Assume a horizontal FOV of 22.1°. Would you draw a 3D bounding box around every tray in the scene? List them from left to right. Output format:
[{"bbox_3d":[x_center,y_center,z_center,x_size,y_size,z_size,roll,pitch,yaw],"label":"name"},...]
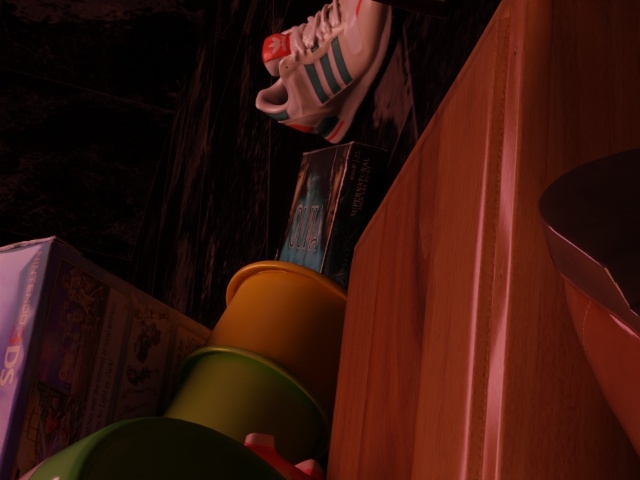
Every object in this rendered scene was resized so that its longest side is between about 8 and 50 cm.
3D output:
[{"bbox_3d":[0.048,0.134,0.518,0.203,0.076,0.410,120,162,-56],"label":"tray"}]

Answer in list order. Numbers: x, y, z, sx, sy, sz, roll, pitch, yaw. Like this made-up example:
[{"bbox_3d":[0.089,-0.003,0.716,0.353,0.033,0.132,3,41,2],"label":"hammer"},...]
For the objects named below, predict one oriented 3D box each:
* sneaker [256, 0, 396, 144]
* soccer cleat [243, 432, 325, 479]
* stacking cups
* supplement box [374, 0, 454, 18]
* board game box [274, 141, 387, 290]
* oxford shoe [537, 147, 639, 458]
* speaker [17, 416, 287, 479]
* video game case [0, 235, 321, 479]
[{"bbox_3d":[0.001,-0.129,1.116,0.161,0.075,0.057,116,164,-52],"label":"sneaker"},{"bbox_3d":[-0.027,0.159,0.693,0.248,0.083,0.095,70,-160,-57],"label":"soccer cleat"},{"bbox_3d":[-0.073,0.153,0.809,0.316,0.096,0.096,-59,-1,-36],"label":"stacking cups"},{"bbox_3d":[0.064,-0.228,0.889,0.188,0.081,0.104,115,165,-47],"label":"supplement box"},{"bbox_3d":[0.000,0.000,1.091,0.186,0.026,0.126,-177,100,-80],"label":"board game box"},{"bbox_3d":[0.110,0.046,0.367,0.212,0.076,0.076,-109,4,-67],"label":"oxford shoe"},{"bbox_3d":[-0.118,0.189,0.583,0.296,0.131,0.131,-47,25,31],"label":"speaker"},{"bbox_3d":[-0.106,0.170,0.876,0.061,0.244,0.269,-9,61,35],"label":"video game case"}]
